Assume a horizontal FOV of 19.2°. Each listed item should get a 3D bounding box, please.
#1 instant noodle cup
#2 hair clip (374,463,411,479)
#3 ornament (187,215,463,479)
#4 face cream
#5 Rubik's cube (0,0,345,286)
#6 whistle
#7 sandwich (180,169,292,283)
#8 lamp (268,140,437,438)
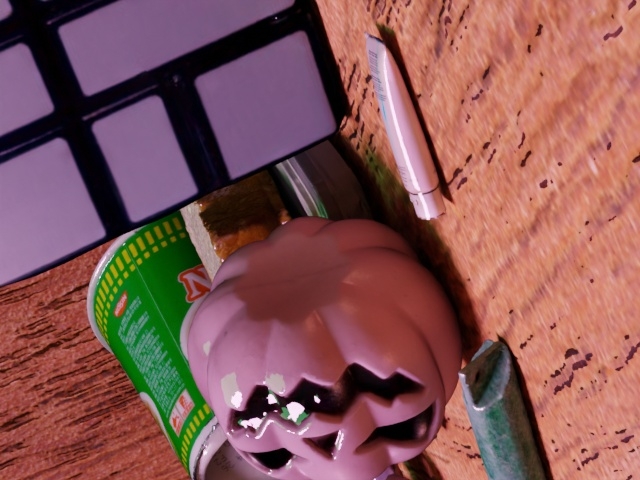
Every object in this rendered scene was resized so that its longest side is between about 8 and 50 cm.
[{"bbox_3d":[-0.076,0.111,1.650,0.207,0.207,0.232,74,170,-45],"label":"instant noodle cup"},{"bbox_3d":[0.077,0.254,1.625,0.300,0.069,0.173,66,166,-4],"label":"hair clip"},{"bbox_3d":[0.006,0.077,1.239,0.177,0.177,0.177,62,171,18],"label":"ornament"},{"bbox_3d":[0.047,-0.066,1.094,0.038,0.020,0.115,-135,23,-68],"label":"face cream"},{"bbox_3d":[-0.183,-0.180,1.282,0.288,0.293,0.283,55,169,54],"label":"Rubik's cube"},{"bbox_3d":[0.121,0.143,1.183,0.039,0.039,0.186,51,164,56],"label":"whistle"},{"bbox_3d":[-0.062,-0.010,1.434,0.186,0.065,0.214,75,170,-46],"label":"sandwich"},{"bbox_3d":[0.000,0.000,1.459,0.266,0.047,0.269,-122,11,-51],"label":"lamp"}]
